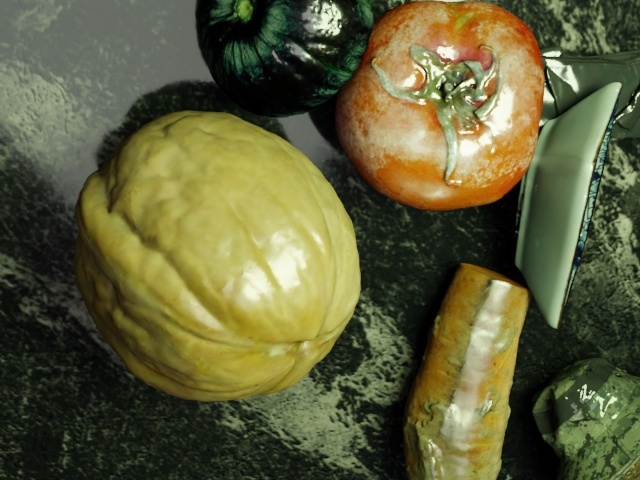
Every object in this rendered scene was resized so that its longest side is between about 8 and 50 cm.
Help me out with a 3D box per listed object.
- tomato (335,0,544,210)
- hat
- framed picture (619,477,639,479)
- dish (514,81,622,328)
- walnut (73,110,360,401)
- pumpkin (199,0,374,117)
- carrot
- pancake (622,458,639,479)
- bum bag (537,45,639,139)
[{"bbox_3d":[0.125,-0.141,0.851,0.231,0.188,0.232,-1,83,7],"label":"tomato"},{"bbox_3d":[0.356,0.224,1.037,0.128,0.265,0.265,45,96,11],"label":"hat"},{"bbox_3d":[0.475,0.315,1.128,0.274,0.017,0.217,-47,130,5],"label":"framed picture"},{"bbox_3d":[0.275,-0.044,0.913,0.080,0.182,0.243,16,134,20],"label":"dish"},{"bbox_3d":[-0.114,0.014,0.805,0.252,0.313,0.277,-33,149,-28],"label":"walnut"},{"bbox_3d":[-0.034,-0.225,0.798,0.140,0.202,0.202,-3,113,-49],"label":"pumpkin"},{"bbox_3d":[0.183,0.185,1.004,0.138,0.138,0.302,13,95,-15],"label":"carrot"},{"bbox_3d":[0.445,0.281,1.064,0.114,0.011,0.115,-18,131,-22],"label":"pancake"},{"bbox_3d":[0.328,-0.173,0.949,0.248,0.060,0.123,-6,108,-10],"label":"bum bag"}]
